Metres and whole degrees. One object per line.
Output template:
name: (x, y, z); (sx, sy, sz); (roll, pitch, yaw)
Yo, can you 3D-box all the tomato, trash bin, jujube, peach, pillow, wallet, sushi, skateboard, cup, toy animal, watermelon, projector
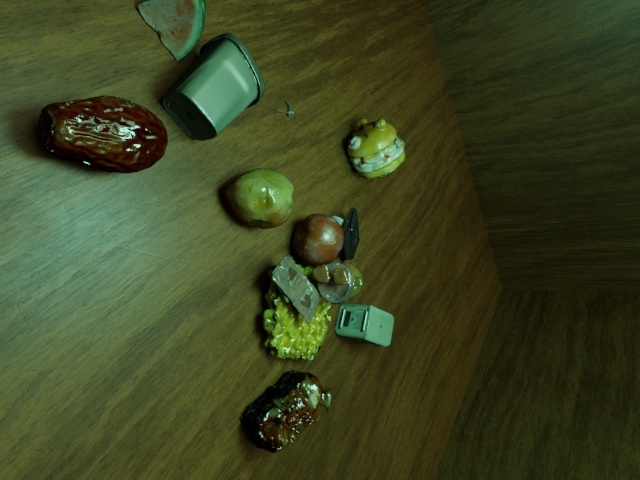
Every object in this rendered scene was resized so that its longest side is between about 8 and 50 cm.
tomato: (0.000, 0.000, 1.623); (0.184, 0.208, 0.208); (18, 73, -31)
trash bin: (-0.334, -0.461, 1.277); (0.219, 0.219, 0.250); (50, 58, -32)
jujube: (-0.529, -0.265, 1.032); (0.290, 0.197, 0.197); (-7, 93, -51)
peach: (-0.212, -0.152, 1.410); (0.235, 0.214, 0.214); (11, 78, -31)
pillow: (-0.088, 0.174, 1.485); (0.248, 0.049, 0.135); (56, 44, -30)
wallet: (0.138, -0.010, 1.852); (0.229, 0.049, 0.182); (78, 28, -52)
sushi: (-0.105, 0.610, 1.475); (0.343, 0.181, 0.197); (-27, 114, -45)
skateboard: (-0.148, -0.528, 1.635); (0.083, 0.032, 0.064); (-15, 89, -51)
cup: (0.046, -0.052, 1.801); (0.104, 0.074, 0.116); (37, 62, -14)
toy animal: (0.086, 0.163, 1.625); (0.281, 0.195, 0.169); (-6, 103, -67)
watermelon: (-0.420, -0.665, 1.232); (0.202, 0.207, 0.136); (-26, 80, -31)
projector: (0.208, 0.385, 1.865); (0.242, 0.177, 0.164); (28, 68, -44)

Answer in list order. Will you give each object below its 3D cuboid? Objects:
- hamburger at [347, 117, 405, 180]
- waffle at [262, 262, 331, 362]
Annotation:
hamburger: (0.251, -0.446, 1.927); (0.276, 0.276, 0.237); (-55, 129, -37)
waffle: (-0.083, 0.277, 1.592); (0.382, 0.095, 0.380); (22, 67, -49)
